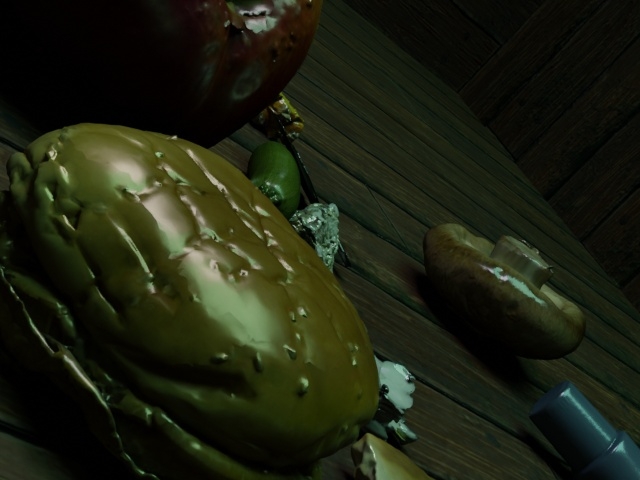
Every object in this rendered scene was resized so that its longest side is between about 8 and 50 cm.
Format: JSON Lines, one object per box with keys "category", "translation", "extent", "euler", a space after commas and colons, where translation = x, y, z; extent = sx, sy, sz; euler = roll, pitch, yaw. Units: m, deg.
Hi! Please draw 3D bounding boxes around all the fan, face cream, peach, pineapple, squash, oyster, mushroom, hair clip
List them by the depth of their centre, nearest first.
{"category": "hair clip", "translation": [0.052, 0.139, 1.306], "extent": [0.116, 0.049, 0.172], "euler": [44, 11, -15]}
{"category": "peach", "translation": [-0.189, -0.258, 1.379], "extent": [0.416, 0.353, 0.339], "euler": [-4, -38, 48]}
{"category": "oyster", "translation": [0.000, 0.000, 1.539], "extent": [0.098, 0.037, 0.100], "euler": [0, 61, -50]}
{"category": "squash", "translation": [-0.056, -0.061, 1.540], "extent": [0.069, 0.069, 0.258], "euler": [41, 13, -12]}
{"category": "face cream", "translation": [0.405, 0.336, 1.642], "extent": [0.385, 0.086, 0.135], "euler": [49, 17, 0]}
{"category": "fan", "translation": [-0.006, -0.047, 1.655], "extent": [0.152, 0.008, 0.227], "euler": [70, -5, -52]}
{"category": "mushroom", "translation": [0.250, 0.068, 1.860], "extent": [0.278, 0.146, 0.278], "euler": [32, 10, -7]}
{"category": "pineapple", "translation": [-0.080, -0.194, 1.892], "extent": [0.137, 0.069, 0.116], "euler": [52, 8, -3]}

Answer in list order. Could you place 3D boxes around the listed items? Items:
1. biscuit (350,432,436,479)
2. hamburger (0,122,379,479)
{"category": "biscuit", "translation": [0.119, 0.293, 1.055], "extent": [0.204, 0.040, 0.309], "euler": [36, 16, -27]}
{"category": "hamburger", "translation": [-0.093, 0.052, 0.938], "extent": [0.318, 0.158, 0.319], "euler": [38, 16, -13]}
